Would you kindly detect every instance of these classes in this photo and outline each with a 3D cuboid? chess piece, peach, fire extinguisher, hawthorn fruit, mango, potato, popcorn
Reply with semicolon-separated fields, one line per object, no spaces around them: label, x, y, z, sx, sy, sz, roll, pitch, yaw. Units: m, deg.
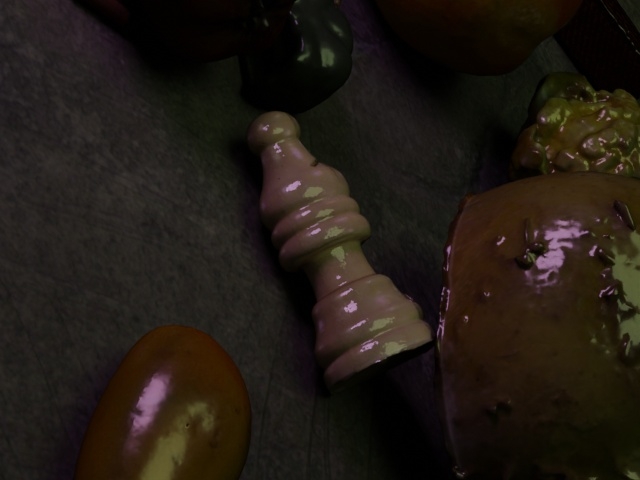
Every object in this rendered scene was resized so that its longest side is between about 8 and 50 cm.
chess piece;0.000;0.000;1.506;0.139;0.124;0.307;-23;77;-19
peach;0.194;-0.383;1.899;0.332;0.308;0.308;37;38;-9
fire extinguisher;-0.223;-0.241;1.470;0.083;0.022;0.028;33;80;-35
hawthorn fruit;-0.135;-0.310;1.499;0.248;0.208;0.208;42;27;24
mango;-0.131;0.178;1.183;0.138;0.113;0.253;44;38;-21
potato;0.333;0.138;1.540;0.385;0.319;0.442;-42;116;-59
popcorn;0.358;-0.121;1.974;0.251;0.206;0.237;14;45;-36

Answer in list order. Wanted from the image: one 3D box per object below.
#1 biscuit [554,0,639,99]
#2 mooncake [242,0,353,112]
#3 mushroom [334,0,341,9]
biscuit;0.426;-0.393;2.354;0.388;0.107;0.073;51;34;-13
mooncake;-0.041;-0.237;1.635;0.175;0.104;0.168;51;41;-6
mushroom;-0.056;-0.323;1.716;0.202;0.059;0.054;17;82;-39
